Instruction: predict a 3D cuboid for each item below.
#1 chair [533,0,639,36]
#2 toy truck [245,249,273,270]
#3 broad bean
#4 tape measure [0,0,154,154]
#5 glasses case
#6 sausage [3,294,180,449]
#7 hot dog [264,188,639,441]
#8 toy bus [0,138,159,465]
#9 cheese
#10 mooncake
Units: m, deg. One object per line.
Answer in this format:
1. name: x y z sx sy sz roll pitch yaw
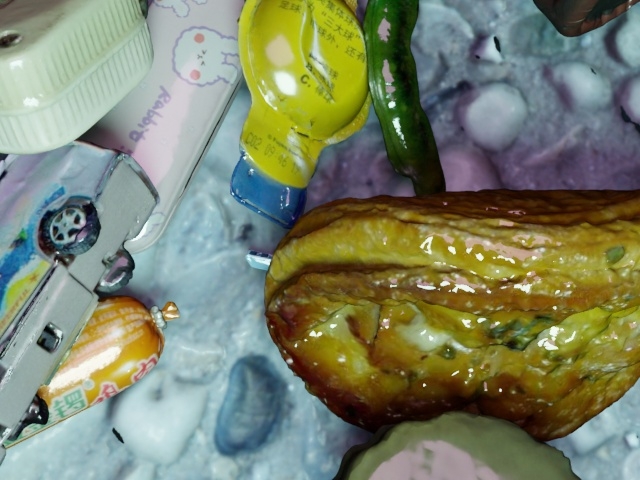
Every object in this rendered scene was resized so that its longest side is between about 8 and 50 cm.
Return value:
1. chair: 0.377 -0.175 0.955 0.226 0.226 0.401 -33 80 -9
2. toy truck: 0.000 0.000 0.986 0.136 0.063 0.074 11 99 1
3. broad bean: 0.100 -0.188 1.011 0.144 0.049 0.292 21 74 -33
4. tape measure: -0.295 -0.192 0.916 0.271 0.133 0.231 7 41 26
5. glasses case: -0.156 -0.127 0.995 0.113 0.075 0.297 24 79 3
6. sausage: -0.271 0.134 0.927 0.312 0.093 0.093 -25 80 -8
7. hot dog: 0.144 0.058 0.892 0.387 0.267 0.174 -3 42 -5
8. toy bus: -0.268 0.056 0.856 0.138 0.112 0.317 22 70 21
9. cheese: -0.020 -0.146 0.978 0.177 0.069 0.270 31 64 -34
10. mooncake: 0.105 0.250 0.814 0.228 0.124 0.228 1 75 -4
